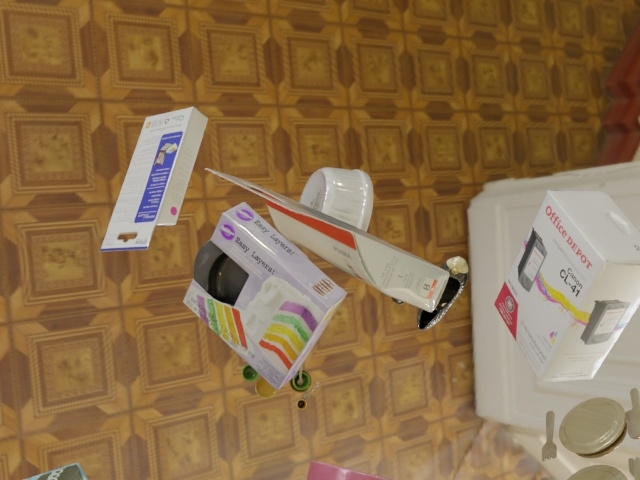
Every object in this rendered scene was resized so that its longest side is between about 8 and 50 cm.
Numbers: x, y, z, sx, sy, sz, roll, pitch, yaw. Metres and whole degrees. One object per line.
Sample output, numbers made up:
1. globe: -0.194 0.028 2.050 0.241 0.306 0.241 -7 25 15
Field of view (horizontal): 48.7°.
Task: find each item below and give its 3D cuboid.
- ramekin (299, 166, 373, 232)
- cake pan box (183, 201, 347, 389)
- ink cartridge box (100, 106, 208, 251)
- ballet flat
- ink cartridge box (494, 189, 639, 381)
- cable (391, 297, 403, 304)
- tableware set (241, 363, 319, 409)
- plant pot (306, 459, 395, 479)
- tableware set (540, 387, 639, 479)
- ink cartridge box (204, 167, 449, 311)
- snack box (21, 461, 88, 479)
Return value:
1. ramekin: 0.027 -0.076 1.921 0.127 0.273 0.272 15 79 -20
2. cake pan box: -0.110 0.099 1.267 0.267 0.245 0.070 42 36 13
3. ink cartridge box: -0.391 -0.135 1.667 0.069 0.176 0.371 38 58 -45
4. ballet flat: 0.232 0.103 1.332 0.057 0.173 0.049 26 32 7
5. ink cartridge box: 0.476 0.086 1.348 0.131 0.226 0.306 0 128 -16
6. cable: 0.169 0.083 1.808 0.047 0.150 0.184 -21 70 2
7. tableware set: -0.084 0.291 1.471 0.154 0.024 0.104 42 76 -5
8. plant pot: 0.059 0.482 1.184 0.201 0.201 0.180 26 69 -30
9. tableware set: 0.327 0.266 0.830 0.039 0.128 0.194 51 36 -17
10. ink cartridge box: 0.000 0.000 0.593 0.179 0.145 0.045 18 96 -38
11. snack box: -0.613 0.546 1.330 0.322 0.060 0.187 -9 131 -40
